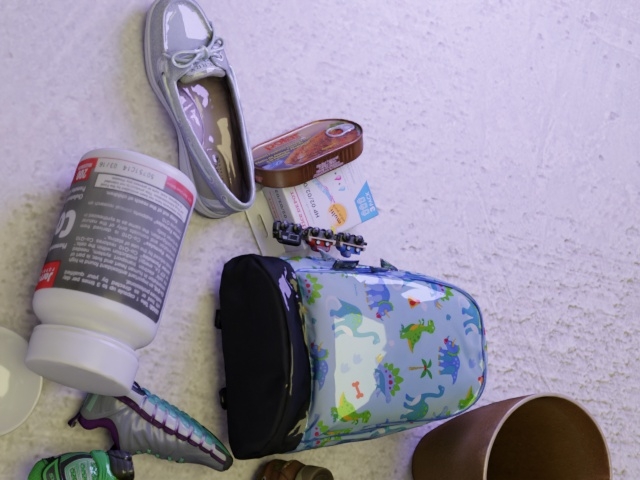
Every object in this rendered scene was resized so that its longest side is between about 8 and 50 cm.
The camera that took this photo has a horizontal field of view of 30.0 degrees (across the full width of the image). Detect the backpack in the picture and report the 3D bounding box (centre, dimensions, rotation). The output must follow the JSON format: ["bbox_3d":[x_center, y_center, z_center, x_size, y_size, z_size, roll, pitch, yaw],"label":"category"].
[{"bbox_3d":[0.062,0.158,1.691,0.355,0.273,0.290,9,73,-42],"label":"backpack"}]

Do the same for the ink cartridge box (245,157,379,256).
[{"bbox_3d":[-0.014,-0.050,1.753,0.181,0.061,0.104,-26,99,-30],"label":"ink cartridge box"}]

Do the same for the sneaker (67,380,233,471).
[{"bbox_3d":[-0.225,0.263,1.598,0.223,0.083,0.098,37,87,-17],"label":"sneaker"}]

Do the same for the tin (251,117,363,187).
[{"bbox_3d":[-0.022,-0.127,1.734,0.189,0.106,0.040,-26,129,-30],"label":"tin"}]

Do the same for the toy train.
[{"bbox_3d":[0.000,0.000,1.706,0.158,0.027,0.036,10,88,-32],"label":"toy train"}]

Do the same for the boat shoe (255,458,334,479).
[{"bbox_3d":[-0.070,0.454,1.645,0.111,0.104,0.307,45,57,-50],"label":"boat shoe"}]

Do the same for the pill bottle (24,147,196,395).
[{"bbox_3d":[-0.269,0.041,1.518,0.161,0.161,0.283,25,66,-27],"label":"pill bottle"}]

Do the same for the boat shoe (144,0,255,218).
[{"bbox_3d":[-0.158,-0.191,1.657,0.118,0.103,0.321,-12,91,-31],"label":"boat shoe"}]

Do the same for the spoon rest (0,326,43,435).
[{"bbox_3d":[-0.462,0.140,1.451,0.276,0.084,0.137,33,69,-23],"label":"spoon rest"}]

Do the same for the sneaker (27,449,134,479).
[{"bbox_3d":[-0.319,0.433,1.499,0.146,0.134,0.344,5,83,-9],"label":"sneaker"}]

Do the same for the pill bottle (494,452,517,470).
[{"bbox_3d":[0.348,0.364,1.914,0.152,0.086,0.086,29,71,-26],"label":"pill bottle"}]

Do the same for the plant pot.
[{"bbox_3d":[0.255,0.342,1.762,0.237,0.254,0.237,4,82,-30],"label":"plant pot"}]
